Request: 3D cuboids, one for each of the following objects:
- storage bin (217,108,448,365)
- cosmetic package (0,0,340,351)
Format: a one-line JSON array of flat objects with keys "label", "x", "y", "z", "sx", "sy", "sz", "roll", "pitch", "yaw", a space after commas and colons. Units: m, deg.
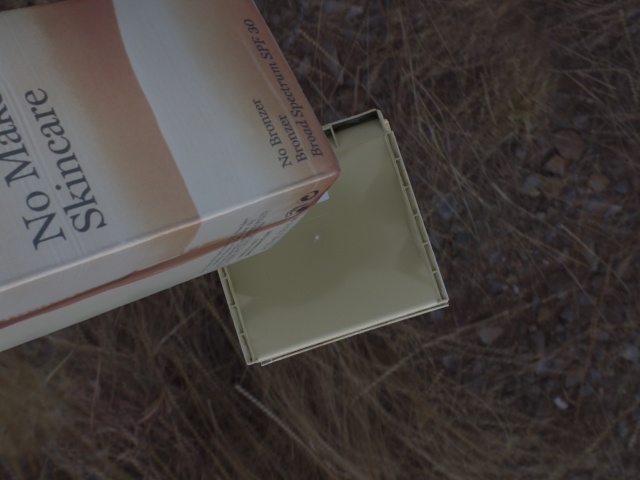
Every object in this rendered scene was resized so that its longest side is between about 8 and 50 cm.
[{"label": "storage bin", "x": 0.000, "y": 0.000, "z": 1.164, "sx": 0.262, "sy": 0.123, "sz": 0.260, "roll": -18, "pitch": 85, "yaw": 5}, {"label": "cosmetic package", "x": -0.159, "y": -0.033, "z": 0.500, "sx": 0.296, "sy": 0.129, "sz": 0.153, "roll": -23, "pitch": 79, "yaw": -30}]
